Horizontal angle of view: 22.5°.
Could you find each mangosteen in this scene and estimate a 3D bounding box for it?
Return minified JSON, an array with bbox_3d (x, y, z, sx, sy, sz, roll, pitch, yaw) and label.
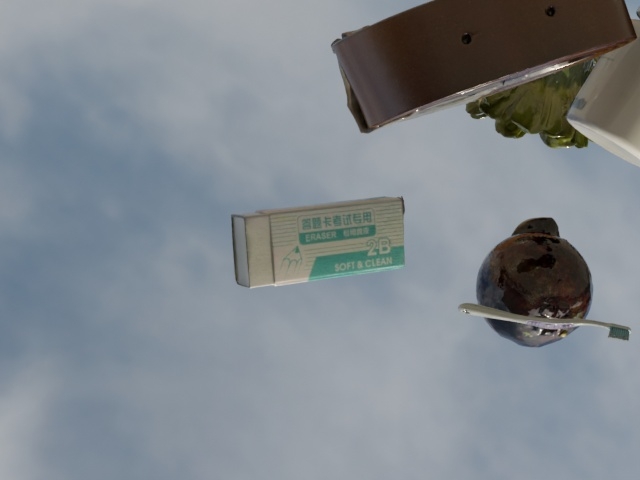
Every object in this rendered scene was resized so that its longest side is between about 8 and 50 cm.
[{"bbox_3d":[0.290,0.054,2.213,0.173,0.172,0.184,17,-132,-27],"label":"mangosteen"}]

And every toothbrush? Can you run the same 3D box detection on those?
[{"bbox_3d":[0.170,0.061,1.218,0.131,0.011,0.013,9,-126,6],"label":"toothbrush"}]

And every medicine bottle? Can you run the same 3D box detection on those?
[{"bbox_3d":[0.418,-0.217,1.985,0.139,0.236,0.139,30,-179,-1],"label":"medicine bottle"}]

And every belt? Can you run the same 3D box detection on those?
[{"bbox_3d":[0.186,-0.230,1.837,0.217,0.339,0.122,164,87,-85],"label":"belt"}]

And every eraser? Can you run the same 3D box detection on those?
[{"bbox_3d":[0.000,0.000,2.052,0.225,0.095,0.052,-7,-172,-25],"label":"eraser"}]

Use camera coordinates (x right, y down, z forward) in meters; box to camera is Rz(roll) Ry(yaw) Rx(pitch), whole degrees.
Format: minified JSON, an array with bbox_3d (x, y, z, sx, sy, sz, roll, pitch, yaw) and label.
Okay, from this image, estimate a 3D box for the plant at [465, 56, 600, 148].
[{"bbox_3d":[0.313,-0.273,2.328,0.261,0.297,0.305,-7,-127,12],"label":"plant"}]
